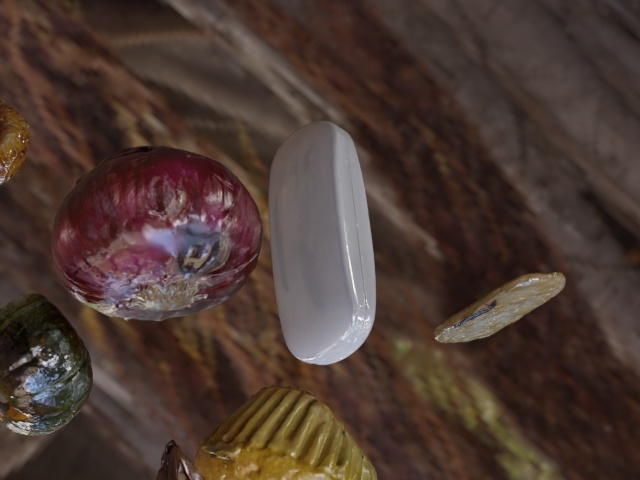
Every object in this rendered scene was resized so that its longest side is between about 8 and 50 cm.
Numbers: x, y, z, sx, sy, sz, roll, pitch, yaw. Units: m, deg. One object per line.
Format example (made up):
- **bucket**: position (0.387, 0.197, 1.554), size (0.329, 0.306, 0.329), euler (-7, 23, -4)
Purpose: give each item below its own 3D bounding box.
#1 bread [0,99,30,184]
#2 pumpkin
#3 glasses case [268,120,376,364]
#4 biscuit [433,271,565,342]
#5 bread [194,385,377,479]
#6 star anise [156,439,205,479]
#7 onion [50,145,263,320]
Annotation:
- **bread**: position (-0.377, -0.078, 1.852), size (0.193, 0.193, 0.064), euler (-50, 138, -43)
- **pumpkin**: position (-0.311, 0.156, 2.129), size (0.119, 0.107, 0.183), euler (-43, 152, -27)
- **glasses case**: position (0.000, 0.000, 1.688), size (0.092, 0.059, 0.233), euler (-30, -128, 33)
- **biscuit**: position (0.155, 0.060, 1.654), size (0.071, 0.018, 0.147), euler (-2, 155, -38)
- **bread**: position (-0.033, 0.288, 2.232), size (0.139, 0.240, 0.240), euler (-58, -175, -35)
- **star anise**: position (-0.058, 0.217, 1.109), size (0.053, 0.212, 0.157), euler (-4, -175, 31)
- **onion**: position (-0.182, -0.010, 2.134), size (0.246, 0.246, 0.190), euler (131, -38, -58)
